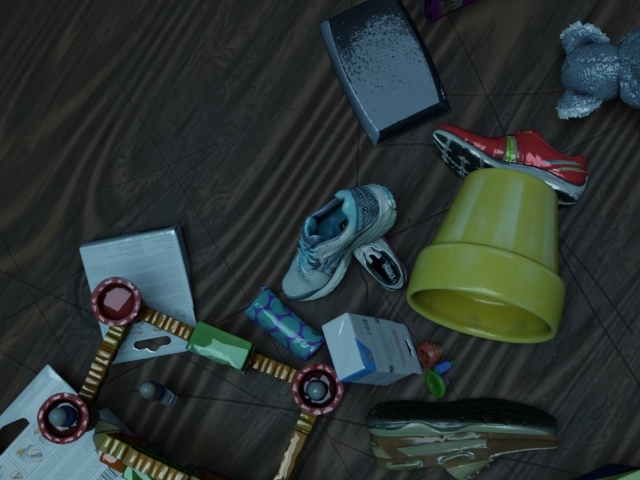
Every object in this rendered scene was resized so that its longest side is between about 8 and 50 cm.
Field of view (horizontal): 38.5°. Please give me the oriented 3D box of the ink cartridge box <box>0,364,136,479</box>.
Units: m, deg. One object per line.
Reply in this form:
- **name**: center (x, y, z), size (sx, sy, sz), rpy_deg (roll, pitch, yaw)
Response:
- **ink cartridge box**: center (-0.499, 0.421, 1.692), size (0.261, 0.066, 0.296), rpy_deg (43, 92, 9)

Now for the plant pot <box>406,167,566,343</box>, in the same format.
- **plant pot**: center (0.292, 0.020, 1.536), size (0.254, 0.254, 0.238), rpy_deg (13, 71, 9)

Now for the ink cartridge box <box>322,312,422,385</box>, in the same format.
- **ink cartridge box**: center (0.092, 0.191, 1.580), size (0.060, 0.180, 0.104), rpy_deg (-33, 61, 29)

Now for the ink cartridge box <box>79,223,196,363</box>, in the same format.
- **ink cartridge box**: center (-0.331, 0.099, 1.715), size (0.189, 0.066, 0.232), rpy_deg (-11, 105, 7)

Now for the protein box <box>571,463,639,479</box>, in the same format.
- **protein box**: center (0.455, 0.498, 1.492), size (0.200, 0.136, 0.201), rpy_deg (-21, 82, -9)

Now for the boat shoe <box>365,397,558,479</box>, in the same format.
- **boat shoe**: center (0.241, 0.344, 1.575), size (0.324, 0.122, 0.119), rpy_deg (-1, 100, 13)

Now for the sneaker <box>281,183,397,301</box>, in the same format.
- **sneaker**: center (0.000, 0.000, 1.585), size (0.283, 0.122, 0.110), rpy_deg (-50, 55, 31)

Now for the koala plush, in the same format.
- **koala plush**: center (0.513, -0.289, 1.557), size (0.221, 0.203, 0.196), rpy_deg (6, 86, 20)

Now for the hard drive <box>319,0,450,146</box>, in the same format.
- **hard drive**: center (0.115, -0.320, 1.672), size (0.172, 0.054, 0.254), rpy_deg (-24, 82, 6)

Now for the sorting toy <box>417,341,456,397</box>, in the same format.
- **sorting toy**: center (0.210, 0.224, 1.620), size (0.042, 0.061, 0.101), rpy_deg (-19, 90, -28)

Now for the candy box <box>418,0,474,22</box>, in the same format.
- **candy box**: center (0.281, -0.484, 1.610), size (0.234, 0.159, 0.071), rpy_deg (-24, 83, 5)

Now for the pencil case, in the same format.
- **pencil case**: center (-0.062, 0.151, 1.653), size (0.152, 0.064, 0.070), rpy_deg (40, 49, 9)

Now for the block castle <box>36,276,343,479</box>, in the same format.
- **block castle**: center (-0.218, 0.280, 1.553), size (0.453, 0.213, 0.303), rpy_deg (23, 81, 3)

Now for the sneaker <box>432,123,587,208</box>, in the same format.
- **sneaker**: center (0.335, -0.150, 1.620), size (0.279, 0.107, 0.118), rpy_deg (23, 70, 6)

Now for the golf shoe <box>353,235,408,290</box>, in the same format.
- **golf shoe**: center (0.089, 0.010, 1.633), size (0.067, 0.086, 0.186), rpy_deg (-42, 79, 3)
